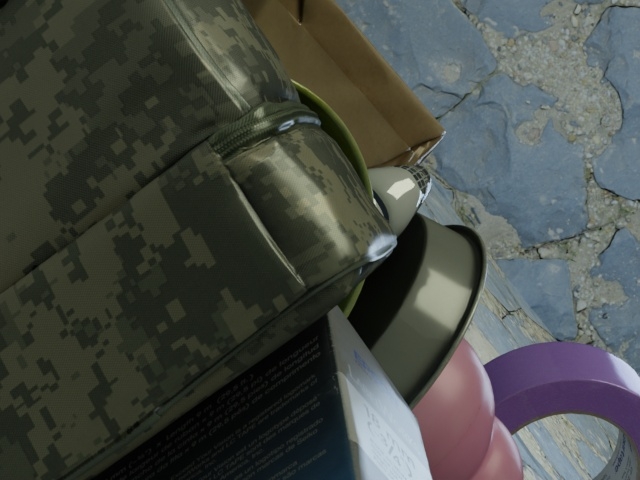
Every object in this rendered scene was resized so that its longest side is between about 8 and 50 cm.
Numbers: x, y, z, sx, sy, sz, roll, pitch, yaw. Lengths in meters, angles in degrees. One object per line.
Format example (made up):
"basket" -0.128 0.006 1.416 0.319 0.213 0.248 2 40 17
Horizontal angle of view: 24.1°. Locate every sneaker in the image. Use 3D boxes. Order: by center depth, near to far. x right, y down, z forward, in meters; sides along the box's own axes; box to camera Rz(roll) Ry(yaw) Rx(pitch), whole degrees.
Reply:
"sneaker" 0.000 0.000 1.298 0.095 0.235 0.090 -35 98 -43

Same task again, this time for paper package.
"paper package" -0.089 -0.158 1.530 0.325 0.168 0.309 22 -14 44

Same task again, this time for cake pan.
"cake pan" 0.018 0.086 1.281 0.054 0.293 0.293 42 16 -18

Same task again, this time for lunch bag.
"lunch bag" -0.138 -0.021 0.832 0.256 0.305 0.212 55 12 -1

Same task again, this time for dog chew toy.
"dog chew toy" 0.103 0.223 1.459 0.332 0.206 0.206 55 10 -29

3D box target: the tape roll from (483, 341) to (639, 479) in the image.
"tape roll" 0.280 0.260 1.796 0.275 0.275 0.090 48 13 -24

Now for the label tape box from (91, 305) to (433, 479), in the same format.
"label tape box" -0.055 0.169 0.894 0.106 0.240 0.334 48 14 -23

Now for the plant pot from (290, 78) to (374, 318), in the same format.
"plant pot" -0.140 -0.042 1.206 0.275 0.275 0.293 47 -3 -30
